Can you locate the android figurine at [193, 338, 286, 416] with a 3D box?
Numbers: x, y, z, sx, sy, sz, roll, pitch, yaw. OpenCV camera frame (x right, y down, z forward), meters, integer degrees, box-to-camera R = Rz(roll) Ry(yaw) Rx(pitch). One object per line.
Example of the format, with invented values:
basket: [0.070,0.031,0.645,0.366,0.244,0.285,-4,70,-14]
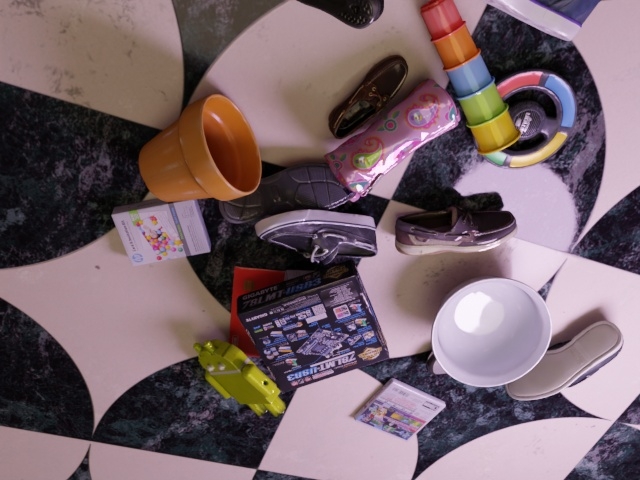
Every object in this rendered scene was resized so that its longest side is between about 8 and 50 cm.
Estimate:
android figurine: [-0.212,0.349,1.623,0.273,0.056,0.248,49,145,-18]

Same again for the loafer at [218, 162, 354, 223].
loafer: [-0.076,-0.106,1.396,0.302,0.095,0.109,-12,97,-11]

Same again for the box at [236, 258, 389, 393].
box: [-0.012,0.213,1.533,0.295,0.073,0.293,-19,126,7]

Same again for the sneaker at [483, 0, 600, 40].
sneaker: [0.388,-0.531,1.142,0.322,0.130,0.236,22,109,-14]

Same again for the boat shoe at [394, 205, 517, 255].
boat shoe: [0.310,-0.033,1.466,0.285,0.103,0.092,-7,129,6]

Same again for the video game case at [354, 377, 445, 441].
video game case: [0.230,0.495,1.851,0.201,0.023,0.183,28,116,-23]

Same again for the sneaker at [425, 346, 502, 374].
sneaker: [0.415,0.311,1.698,0.271,0.108,0.100,-13,125,5]

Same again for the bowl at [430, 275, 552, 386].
bowl: [0.410,0.204,1.593,0.297,0.134,0.298,-1,110,-2]

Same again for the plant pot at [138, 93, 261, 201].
plant pot: [-0.251,-0.165,1.278,0.187,0.205,0.205,-16,125,23]

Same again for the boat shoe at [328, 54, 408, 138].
boat shoe: [0.101,-0.285,1.295,0.073,0.073,0.207,37,112,-23]

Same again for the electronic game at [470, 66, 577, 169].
electronic game: [0.434,-0.256,1.361,0.229,0.048,0.230,-2,124,-4]

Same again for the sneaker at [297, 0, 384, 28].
sneaker: [0.020,-0.470,1.166,0.227,0.130,0.087,31,124,8]

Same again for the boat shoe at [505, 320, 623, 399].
boat shoe: [0.669,0.339,1.737,0.340,0.127,0.113,-41,141,17]

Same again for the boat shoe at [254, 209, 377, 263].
boat shoe: [0.000,0.000,1.391,0.301,0.102,0.108,3,159,-36]

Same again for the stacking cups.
stacking cups: [0.288,-0.327,1.261,0.096,0.096,0.316,-28,107,13]

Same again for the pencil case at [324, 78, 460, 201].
pencil case: [0.147,-0.204,1.302,0.284,0.124,0.124,-37,120,6]

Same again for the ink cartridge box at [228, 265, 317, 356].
ink cartridge box: [-0.096,0.207,1.603,0.260,0.066,0.297,3,123,-9]

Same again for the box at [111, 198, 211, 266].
box: [-0.357,-0.024,1.441,0.186,0.038,0.145,-10,123,2]
